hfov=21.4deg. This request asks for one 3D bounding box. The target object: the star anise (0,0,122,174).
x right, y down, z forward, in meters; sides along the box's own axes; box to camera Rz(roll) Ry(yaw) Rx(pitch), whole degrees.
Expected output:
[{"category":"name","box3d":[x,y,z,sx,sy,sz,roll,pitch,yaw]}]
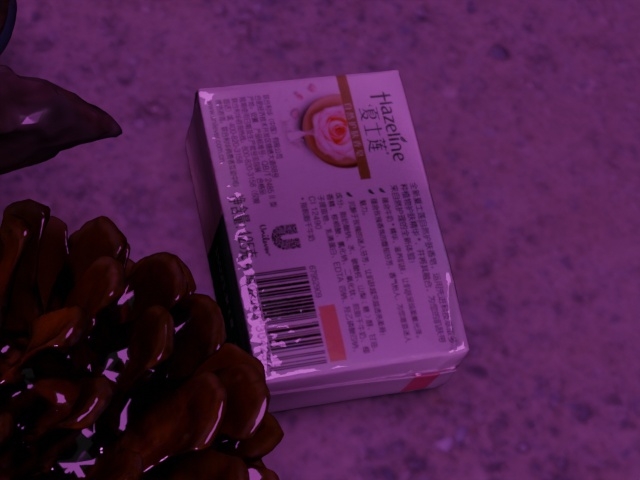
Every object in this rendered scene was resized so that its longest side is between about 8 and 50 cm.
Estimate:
[{"category":"star anise","box3d":[-0.257,-0.057,0.785,0.332,0.117,0.332,-5,67,11]}]

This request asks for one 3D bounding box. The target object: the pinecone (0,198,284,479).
[{"category":"pinecone","box3d":[-0.157,0.097,0.894,0.264,0.264,0.264,4,67,-9]}]

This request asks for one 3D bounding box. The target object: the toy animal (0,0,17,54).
[{"category":"toy animal","box3d":[-0.315,-0.115,0.978,0.229,0.210,0.221,35,64,-21]}]

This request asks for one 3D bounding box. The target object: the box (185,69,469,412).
[{"category":"box","box3d":[0.000,0.000,1.052,0.135,0.081,0.199,-7,72,-14]}]
